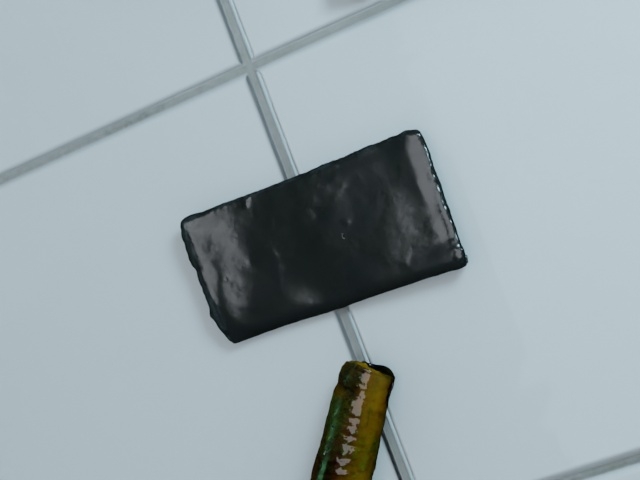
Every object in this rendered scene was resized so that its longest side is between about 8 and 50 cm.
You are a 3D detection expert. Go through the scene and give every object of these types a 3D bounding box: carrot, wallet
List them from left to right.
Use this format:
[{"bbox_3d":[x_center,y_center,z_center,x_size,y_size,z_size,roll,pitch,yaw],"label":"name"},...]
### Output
[{"bbox_3d":[0.000,0.000,1.489,0.285,0.030,0.146,-20,91,22],"label":"wallet"},{"bbox_3d":[0.018,0.245,1.489,0.070,0.070,0.260,17,99,18],"label":"carrot"}]
